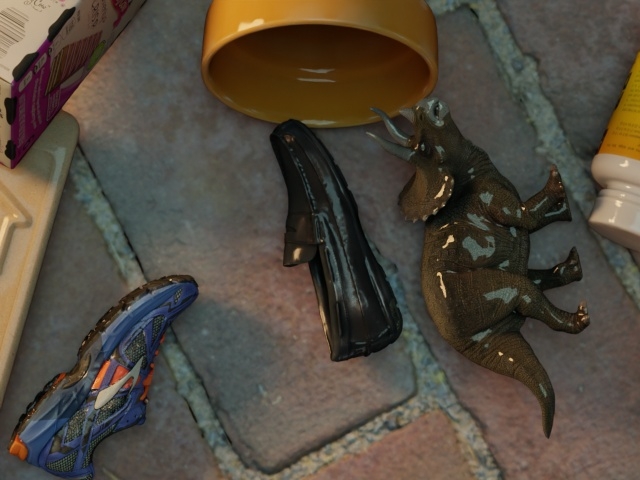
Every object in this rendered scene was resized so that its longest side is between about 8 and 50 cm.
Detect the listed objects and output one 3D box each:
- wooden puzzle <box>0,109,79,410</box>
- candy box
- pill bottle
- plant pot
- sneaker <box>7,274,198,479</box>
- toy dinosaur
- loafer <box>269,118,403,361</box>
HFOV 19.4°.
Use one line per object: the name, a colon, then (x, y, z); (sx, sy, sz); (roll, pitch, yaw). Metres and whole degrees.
wooden puzzle: (-0.409, 0.013, 1.662); (0.322, 0.080, 0.348); (15, 79, 0)
candy box: (-0.226, -0.194, 1.612); (0.071, 0.159, 0.233); (31, 65, 5)
pill bottle: (0.317, -0.097, 1.672); (0.117, 0.117, 0.215); (24, 83, 1)
plant pot: (0.001, -0.226, 1.648); (0.205, 0.205, 0.188); (2, 68, -2)
sneaker: (-0.180, 0.121, 1.661); (0.087, 0.083, 0.221); (40, 89, -11)
toy dinosaur: (0.151, 0.022, 1.672); (0.160, 0.121, 0.313); (-11, 89, 9)
loafer: (0.000, 0.000, 1.671); (0.078, 0.076, 0.223); (-23, 88, -12)
